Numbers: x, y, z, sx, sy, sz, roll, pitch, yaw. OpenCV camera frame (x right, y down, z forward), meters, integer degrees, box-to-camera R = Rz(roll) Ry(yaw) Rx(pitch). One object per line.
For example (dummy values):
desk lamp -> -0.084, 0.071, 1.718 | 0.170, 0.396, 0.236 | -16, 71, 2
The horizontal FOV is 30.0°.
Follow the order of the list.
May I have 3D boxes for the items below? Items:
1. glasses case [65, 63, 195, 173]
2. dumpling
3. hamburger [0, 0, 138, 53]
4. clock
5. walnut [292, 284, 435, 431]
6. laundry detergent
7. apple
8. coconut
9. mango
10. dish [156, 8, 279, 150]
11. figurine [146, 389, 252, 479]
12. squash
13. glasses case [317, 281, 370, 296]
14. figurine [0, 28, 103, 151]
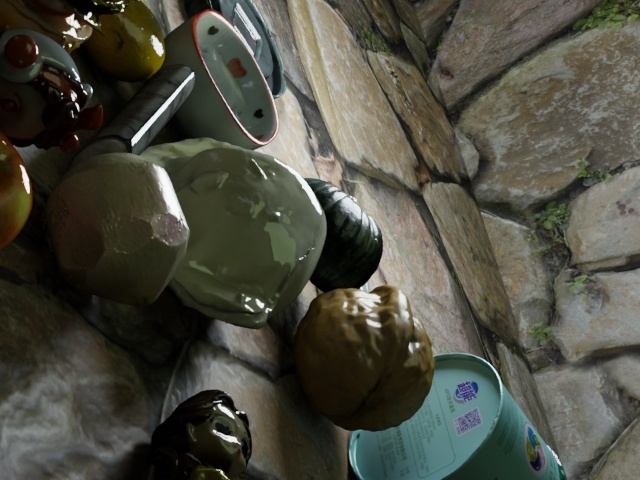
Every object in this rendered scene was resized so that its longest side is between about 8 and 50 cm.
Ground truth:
glasses case -> -0.252, -0.156, 1.624 | 0.060, 0.114, 0.299 | 45, 26, -12
dumpling -> -0.152, -0.018, 1.681 | 0.315, 0.233, 0.395 | 25, 35, -9
hamburger -> -0.348, -0.359, 1.449 | 0.291, 0.225, 0.291 | 46, 17, -19
clock -> -0.159, -0.384, 2.258 | 0.281, 0.055, 0.281 | 52, 23, -33
walnut -> 0.069, 0.181, 1.911 | 0.224, 0.257, 0.257 | 22, 35, -16
laundry detergent -> 0.243, 0.392, 1.993 | 0.305, 0.287, 0.287 | 53, 22, -30
apple -> -0.370, -0.051, 1.178 | 0.163, 0.139, 0.163 | 34, 45, -42
coconut -> -0.241, -0.005, 1.418 | 0.171, 0.170, 0.183 | 28, 39, -60
mango -> -0.305, -0.316, 1.729 | 0.195, 0.098, 0.137 | 47, 29, -31
dish -> -0.180, -0.241, 1.930 | 0.256, 0.117, 0.256 | 53, 22, -32
figurine -> -0.129, 0.293, 1.314 | 0.187, 0.168, 0.315 | 26, 35, -18
squash -> 0.003, -0.005, 2.009 | 0.218, 0.218, 0.172 | 49, 62, -38
glasses case -> 0.039, 0.063, 2.167 | 0.059, 0.092, 0.233 | 48, 27, -46
figurine -> -0.337, -0.170, 1.256 | 0.226, 0.183, 0.160 | 37, 31, -28
